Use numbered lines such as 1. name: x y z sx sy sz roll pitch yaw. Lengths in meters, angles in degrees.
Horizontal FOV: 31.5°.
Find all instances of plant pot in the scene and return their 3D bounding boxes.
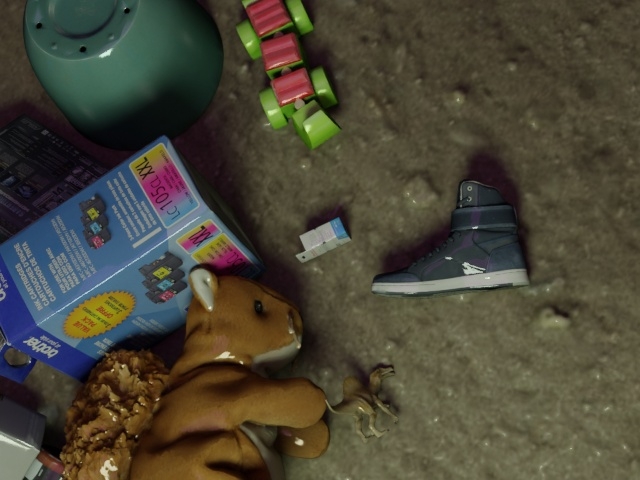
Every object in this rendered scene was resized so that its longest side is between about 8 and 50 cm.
1. plant pot: -0.324 -0.317 1.765 0.293 0.235 0.293 -3 74 11

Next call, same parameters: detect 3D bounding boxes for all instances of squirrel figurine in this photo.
1. squirrel figurine: -0.183 0.229 1.570 0.397 0.281 0.370 -5 67 9

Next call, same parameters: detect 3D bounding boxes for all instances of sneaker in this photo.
1. sneaker: 0.178 -0.001 1.635 0.226 0.086 0.163 -7 84 1

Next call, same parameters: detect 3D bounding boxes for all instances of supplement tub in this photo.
1. supplement tub: -0.413 0.406 1.652 0.106 0.106 0.198 26 82 18

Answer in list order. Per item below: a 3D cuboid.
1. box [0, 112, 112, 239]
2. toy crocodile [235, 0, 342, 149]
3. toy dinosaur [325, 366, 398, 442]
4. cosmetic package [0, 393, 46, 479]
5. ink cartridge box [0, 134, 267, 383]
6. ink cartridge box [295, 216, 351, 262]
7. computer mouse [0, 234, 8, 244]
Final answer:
1. box: -0.447 -0.084 1.777 0.232 0.059 0.183 31 51 19
2. toy crocodile: -0.058 -0.290 1.766 0.115 0.105 0.340 -21 71 6
3. toy dinosaur: 0.055 0.235 1.584 0.053 0.183 0.093 -34 84 32
4. cosmetic package: -0.497 0.350 1.635 0.107 0.127 0.238 33 100 -16
5. ink cartridge box: -0.307 0.057 1.638 0.395 0.270 0.151 -32 65 3
6. ink cartridge box: 0.000 0.000 1.702 0.083 0.048 0.028 -25 71 4
7. computer mouse: -0.514 -0.003 1.812 0.262 0.060 0.184 30 82 19
